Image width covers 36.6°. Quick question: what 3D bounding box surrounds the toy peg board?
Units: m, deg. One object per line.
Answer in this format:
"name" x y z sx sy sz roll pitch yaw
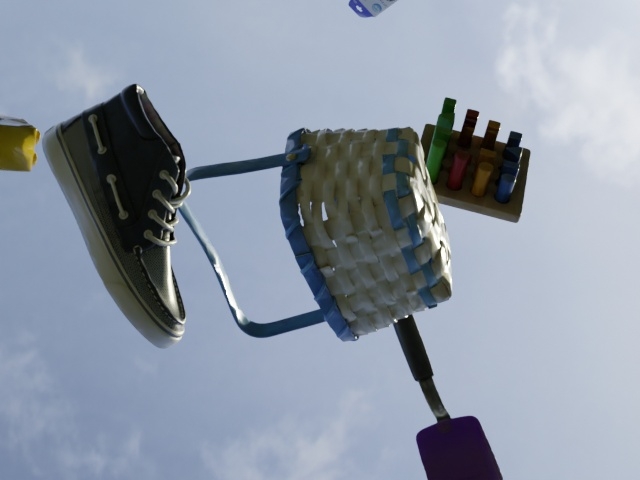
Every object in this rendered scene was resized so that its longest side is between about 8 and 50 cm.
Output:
"toy peg board" 0.217 -0.121 1.356 0.160 0.079 0.161 15 -137 6

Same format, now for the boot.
"boot" -0.129 -0.020 0.720 0.086 0.069 0.190 -29 -93 10

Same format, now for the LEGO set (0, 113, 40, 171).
"LEGO set" -0.177 -0.028 0.406 0.093 0.087 0.227 1 -159 -37

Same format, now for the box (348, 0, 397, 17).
"box" 0.101 -0.384 1.425 0.081 0.136 0.028 29 -147 -59

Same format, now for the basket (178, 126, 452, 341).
"basket" 0.000 0.000 1.142 0.288 0.255 0.201 -13 -142 11

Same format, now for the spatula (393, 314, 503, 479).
"spatula" 0.135 0.184 1.194 0.084 0.030 0.296 -16 -135 -4
